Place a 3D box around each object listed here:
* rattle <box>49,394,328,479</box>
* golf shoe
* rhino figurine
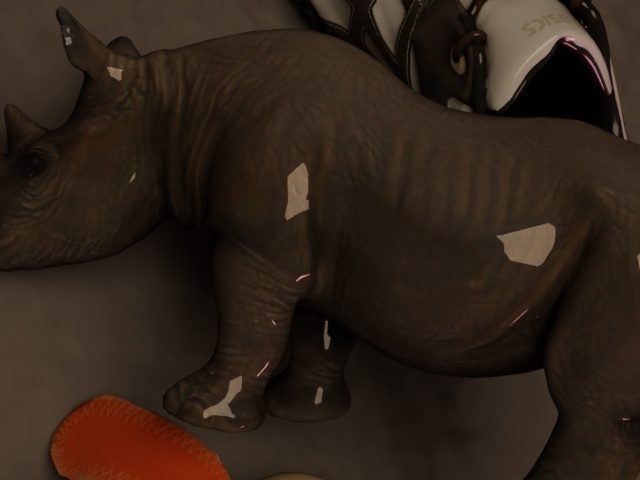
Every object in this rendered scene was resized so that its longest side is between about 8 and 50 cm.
[{"bbox_3d":[0.031,0.093,0.413,0.200,0.143,0.130,52,49,2],"label":"rattle"},{"bbox_3d":[0.048,-0.071,0.486,0.077,0.094,0.198,-26,88,-24],"label":"golf shoe"},{"bbox_3d":[0.000,0.000,0.431,0.243,0.073,0.106,20,98,15],"label":"rhino figurine"}]
